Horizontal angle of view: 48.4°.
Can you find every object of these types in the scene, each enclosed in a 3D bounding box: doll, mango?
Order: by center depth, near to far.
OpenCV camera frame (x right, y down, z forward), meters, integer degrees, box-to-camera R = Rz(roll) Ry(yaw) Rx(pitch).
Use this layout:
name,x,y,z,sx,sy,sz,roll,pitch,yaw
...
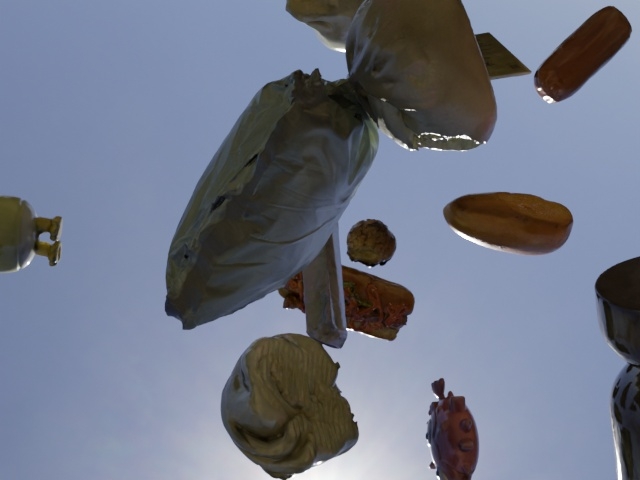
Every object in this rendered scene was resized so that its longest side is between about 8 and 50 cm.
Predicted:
name,x,y,z,sx,sy,sz,roll,pitch,yaw
doll,-0.590,-0.009,1.195,0.296,0.141,0.117,-2,-146,-23
mango,0.314,-0.028,1.209,0.217,0.102,0.141,10,-160,-2
doll,0.274,0.407,1.490,0.093,0.211,0.262,1,-130,-11

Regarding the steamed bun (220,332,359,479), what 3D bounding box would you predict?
name,x,y,z,sx,sy,sz,roll,pitch,yaw
steamed bun,-0.088,0.330,1.381,0.280,0.207,0.268,-6,-118,-57

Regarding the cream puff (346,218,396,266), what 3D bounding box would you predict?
name,x,y,z,sx,sy,sz,roll,pitch,yaw
cream puff,0.125,0.002,1.761,0.133,0.104,0.120,0,-122,-27

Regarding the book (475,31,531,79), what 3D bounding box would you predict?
name,x,y,z,sx,sy,sz,roll,pitch,yaw
book,0.381,-0.439,1.693,0.167,0.013,0.192,-12,-133,-19

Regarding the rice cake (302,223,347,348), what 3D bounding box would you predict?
name,x,y,z,sx,sy,sz,roll,pitch,yaw
rice cake,0.000,0.000,1.135,0.072,0.056,0.365,43,-144,-52

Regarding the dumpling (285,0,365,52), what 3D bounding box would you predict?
name,x,y,z,sx,sy,sz,roll,pitch,yaw
dumpling,0.054,-0.412,1.218,0.252,0.131,0.179,4,-122,-24

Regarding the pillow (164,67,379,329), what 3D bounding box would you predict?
name,x,y,z,sx,sy,sz,roll,pitch,yaw
pillow,-0.038,-0.062,0.823,0.138,0.310,0.283,33,-162,11

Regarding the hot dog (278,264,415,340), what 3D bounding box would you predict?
name,x,y,z,sx,sy,sz,roll,pitch,yaw
hot dog,0.063,0.146,1.749,0.348,0.158,0.117,21,-151,-10

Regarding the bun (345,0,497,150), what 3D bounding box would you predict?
name,x,y,z,sx,sy,sz,roll,pitch,yaw
bun,0.099,-0.167,0.734,0.127,0.178,0.193,-21,-106,4

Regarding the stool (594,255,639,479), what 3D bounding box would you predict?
name,x,y,z,sx,sy,sz,roll,pitch,yaw
stool,0.404,0.162,0.769,0.179,0.264,0.179,-11,-164,3

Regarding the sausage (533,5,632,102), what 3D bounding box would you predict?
name,x,y,z,sx,sy,sz,roll,pitch,yaw
sausage,0.588,-0.416,1.598,0.274,0.105,0.105,-43,-118,-11
